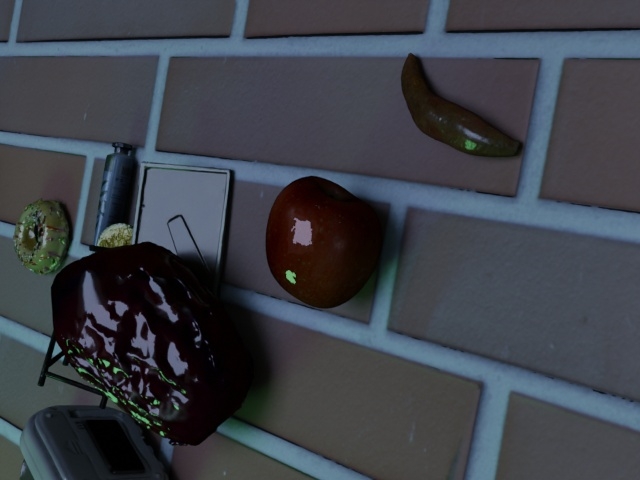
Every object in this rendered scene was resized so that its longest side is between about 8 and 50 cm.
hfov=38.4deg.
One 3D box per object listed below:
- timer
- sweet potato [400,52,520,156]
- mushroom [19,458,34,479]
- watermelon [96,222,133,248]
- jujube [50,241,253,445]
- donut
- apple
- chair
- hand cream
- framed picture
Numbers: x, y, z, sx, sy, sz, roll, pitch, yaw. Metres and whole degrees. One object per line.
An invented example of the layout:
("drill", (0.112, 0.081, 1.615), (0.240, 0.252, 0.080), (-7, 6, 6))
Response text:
("timer", (-0.401, 0.395, 1.651), (0.262, 0.237, 0.087), (46, 115, 38))
("sweet potato", (0.175, -0.179, 1.301), (0.078, 0.058, 0.255), (-48, 50, 8))
("mushroom", (-0.553, 0.488, 1.876), (0.117, 0.141, 0.188), (15, 101, 10))
("watermelon", (-0.384, 0.017, 1.804), (0.105, 0.062, 0.106), (1, 94, 9))
("jujube", (-0.281, 0.163, 1.543), (0.376, 0.258, 0.258), (42, 117, 6))
("donut", (-0.624, -0.009, 2.045), (0.174, 0.068, 0.175), (-9, 77, 44))
("apple", (0.000, 0.000, 1.362), (0.181, 0.181, 0.168), (46, 116, 38))
("chair", (-0.412, 0.159, 1.734), (0.154, 0.141, 0.260), (19, 104, 3))
("hand cream", (-0.417, -0.070, 1.852), (0.055, 0.088, 0.256), (5, 86, 15))
("framed picture", (-0.259, -0.011, 1.666), (0.189, 0.023, 0.260), (5, 87, 18))
